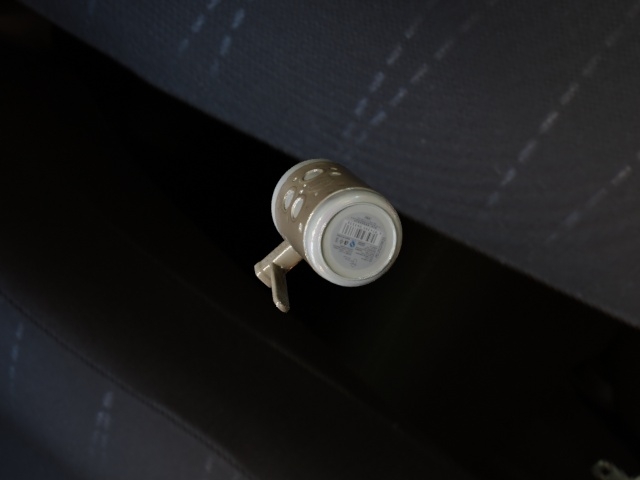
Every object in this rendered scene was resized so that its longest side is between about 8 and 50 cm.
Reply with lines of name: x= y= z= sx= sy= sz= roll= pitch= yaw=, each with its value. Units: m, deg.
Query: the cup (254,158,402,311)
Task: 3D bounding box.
cup: x=-0.001 y=-0.008 z=0.825 sx=0.102 sy=0.099 sz=0.074 roll=-23 pitch=111 yaw=-10
